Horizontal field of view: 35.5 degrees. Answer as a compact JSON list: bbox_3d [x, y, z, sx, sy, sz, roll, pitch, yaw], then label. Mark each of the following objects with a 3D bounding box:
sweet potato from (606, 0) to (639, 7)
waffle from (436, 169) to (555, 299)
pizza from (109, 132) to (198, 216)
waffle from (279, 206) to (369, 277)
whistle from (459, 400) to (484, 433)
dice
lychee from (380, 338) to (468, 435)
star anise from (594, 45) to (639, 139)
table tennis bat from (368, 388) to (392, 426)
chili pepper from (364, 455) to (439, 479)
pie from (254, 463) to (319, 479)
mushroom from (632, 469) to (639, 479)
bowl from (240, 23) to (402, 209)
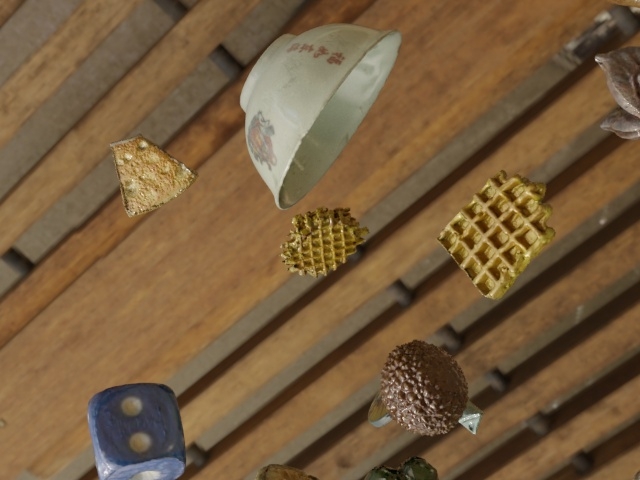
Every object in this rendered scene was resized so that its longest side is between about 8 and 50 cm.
[{"bbox_3d":[0.543,-0.442,1.764,0.281,0.059,0.067,31,150,25],"label":"sweet potato"},{"bbox_3d":[0.322,-0.021,1.750,0.055,0.211,0.160,1,-135,-51],"label":"waffle"},{"bbox_3d":[-0.403,-0.173,2.440,0.080,0.204,0.188,-51,-57,-80],"label":"pizza"},{"bbox_3d":[0.000,0.000,2.340,0.197,0.193,0.070,10,-144,-36],"label":"waffle"},{"bbox_3d":[0.293,0.374,2.485,0.062,0.062,0.312,30,-176,-42],"label":"whistle"},{"bbox_3d":[-0.296,0.316,1.602,0.143,0.146,0.146,-7,-118,-15],"label":"dice"},{"bbox_3d":[0.216,0.311,2.091,0.200,0.200,0.238,63,-178,29],"label":"lychee"},{"bbox_3d":[0.524,-0.194,1.507,0.257,0.110,0.198,38,168,34],"label":"star anise"},{"bbox_3d":[0.206,0.338,2.326,0.044,0.329,0.215,40,-116,-6],"label":"table tennis bat"},{"bbox_3d":[0.156,0.509,1.882,0.174,0.165,0.261,41,154,21],"label":"chili pepper"},{"bbox_3d":[-0.024,0.582,2.163,0.274,0.055,0.274,32,-169,-7],"label":"pie"},{"bbox_3d":[0.772,0.566,2.385,0.019,0.101,0.049,35,174,-24],"label":"mushroom"},{"bbox_3d":[-0.035,-0.291,2.025,0.196,0.434,0.435,35,-160,7],"label":"bowl"}]
